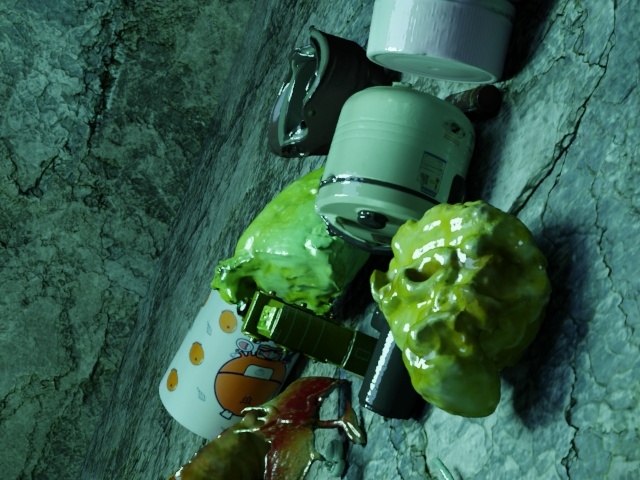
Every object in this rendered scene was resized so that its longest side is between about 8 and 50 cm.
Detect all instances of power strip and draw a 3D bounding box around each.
[{"bbox_3d":[0.017,0.344,1.829,0.083,0.035,0.055,-118,50,-70],"label":"power strip"}]

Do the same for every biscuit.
[{"bbox_3d":[-0.174,0.412,2.001,0.326,0.107,0.326,-39,-14,-12],"label":"biscuit"}]

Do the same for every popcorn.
[{"bbox_3d":[0.182,0.063,1.426,0.225,0.174,0.286,-55,22,19],"label":"popcorn"}]

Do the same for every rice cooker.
[{"bbox_3d":[0.115,-0.095,1.734,0.226,0.226,0.244,-26,45,65],"label":"rice cooker"}]

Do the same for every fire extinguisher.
[{"bbox_3d":[0.225,-0.210,1.793,0.064,0.043,0.158,-43,12,-15],"label":"fire extinguisher"}]

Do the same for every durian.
[{"bbox_3d":[0.000,0.000,1.963,0.339,0.204,0.256,-51,27,-22],"label":"durian"}]

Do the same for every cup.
[{"bbox_3d":[-0.146,0.194,2.180,0.317,0.212,0.212,-62,19,22],"label":"cup"}]

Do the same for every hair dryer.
[{"bbox_3d":[0.116,0.141,1.713,0.251,0.089,0.197,-130,59,-80],"label":"hair dryer"}]

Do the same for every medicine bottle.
[{"bbox_3d":[0.200,-0.416,1.747,0.256,0.256,0.325,-164,85,-72],"label":"medicine bottle"}]

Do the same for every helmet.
[{"bbox_3d":[0.021,-0.271,2.253,0.305,0.177,0.225,133,144,-63],"label":"helmet"}]

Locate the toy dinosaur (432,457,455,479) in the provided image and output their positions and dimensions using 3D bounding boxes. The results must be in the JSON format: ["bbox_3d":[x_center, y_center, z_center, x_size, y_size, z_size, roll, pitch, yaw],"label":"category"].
[{"bbox_3d":[0.166,0.354,1.298,0.383,0.076,0.129,-81,-4,-51],"label":"toy dinosaur"}]

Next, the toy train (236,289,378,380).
[{"bbox_3d":[-0.024,0.148,1.856,0.137,0.225,0.090,14,82,65],"label":"toy train"}]

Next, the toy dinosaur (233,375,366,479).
[{"bbox_3d":[-0.032,0.308,1.841,0.327,0.206,0.113,-121,22,-63],"label":"toy dinosaur"}]
